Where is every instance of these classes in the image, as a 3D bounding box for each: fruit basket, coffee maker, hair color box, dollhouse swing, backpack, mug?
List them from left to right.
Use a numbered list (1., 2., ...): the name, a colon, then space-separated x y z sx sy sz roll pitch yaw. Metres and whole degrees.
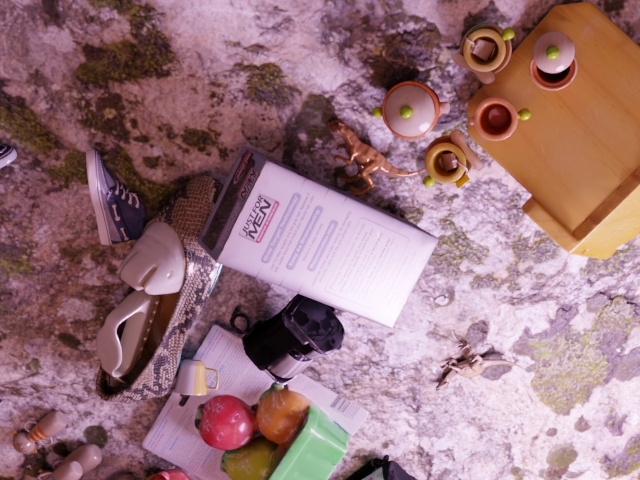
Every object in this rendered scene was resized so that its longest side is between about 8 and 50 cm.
1. mug: -0.239 0.261 1.835 0.078 0.062 0.064 7 85 -29
2. fruit basket: -0.132 0.371 1.918 0.353 0.165 0.327 31 110 0
3. coffee maker: -0.065 0.168 1.768 0.171 0.120 0.178 27 143 -15
4. hair color box: 0.000 0.000 1.651 0.374 0.113 0.185 23 98 -31
5. backpack: 0.115 0.559 2.043 0.182 0.115 0.152 -33 119 16
6. dollhouse swing: 0.484 -0.197 1.679 0.347 0.305 0.315 -49 153 20

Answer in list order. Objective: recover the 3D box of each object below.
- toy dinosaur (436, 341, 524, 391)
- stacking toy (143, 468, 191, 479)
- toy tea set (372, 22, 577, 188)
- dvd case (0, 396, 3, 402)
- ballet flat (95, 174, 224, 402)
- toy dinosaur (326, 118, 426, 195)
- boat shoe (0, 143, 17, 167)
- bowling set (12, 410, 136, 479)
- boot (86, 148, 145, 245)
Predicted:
1. toy dinosaur: 0.308 0.247 1.929 0.183 0.053 0.093 -19 135 15
2. stacking toy: -0.251 0.621 1.920 0.309 0.280 0.130 29 144 -7
3. toy tea set: 0.252 -0.235 1.558 0.336 0.124 0.200 -41 89 21
4. dvd case: -0.739 0.281 1.829 0.164 0.018 0.221 -40 120 -17
5. ballet flat: -0.298 0.109 1.709 0.182 0.164 0.483 -13 134 -48
6. toy dinosaur: 0.093 -0.132 1.681 0.211 0.064 0.112 30 112 -20
7. boat shoe: -0.610 -0.153 1.611 0.183 0.065 0.083 -10 121 2
8. bowling set: -0.514 0.502 1.919 0.154 0.200 0.287 -33 113 15
9. boot: -0.355 -0.079 1.680 0.086 0.069 0.190 -9 128 -8
